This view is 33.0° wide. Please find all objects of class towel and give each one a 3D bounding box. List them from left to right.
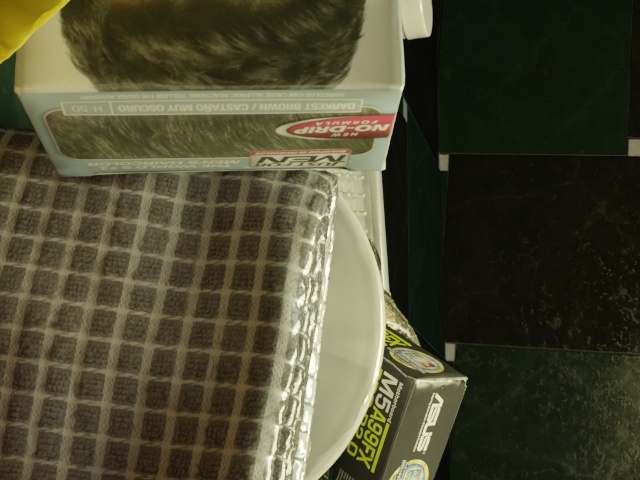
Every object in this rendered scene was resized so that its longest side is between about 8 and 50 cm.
[{"bbox_3d":[-0.119,0.081,0.615,0.121,0.235,0.283,88,10,-71],"label":"towel"}]

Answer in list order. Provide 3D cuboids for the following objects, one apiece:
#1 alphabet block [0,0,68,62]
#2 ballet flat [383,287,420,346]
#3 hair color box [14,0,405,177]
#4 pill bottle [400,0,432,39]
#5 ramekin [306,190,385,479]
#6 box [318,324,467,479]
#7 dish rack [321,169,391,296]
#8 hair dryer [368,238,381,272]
[{"bbox_3d":[-0.193,-0.174,0.410,0.192,0.193,0.197,25,54,-32],"label":"alphabet block"},{"bbox_3d":[0.000,0.246,1.111,0.182,0.164,0.482,-101,-160,-64],"label":"ballet flat"},{"bbox_3d":[-0.059,-0.228,0.609,0.113,0.186,0.374,99,-11,-72],"label":"hair color box"},{"bbox_3d":[0.017,-0.278,1.290,0.124,0.222,0.124,-4,90,-75],"label":"pill bottle"},{"bbox_3d":[-0.090,0.064,0.760,0.127,0.273,0.272,73,16,-81],"label":"ramekin"},{"bbox_3d":[-0.012,0.185,0.887,0.060,0.216,0.270,5,108,-41],"label":"box"},{"bbox_3d":[0.000,0.000,1.384,0.286,0.072,0.332,-1,88,-62],"label":"dish rack"},{"bbox_3d":[-0.043,0.062,1.173,0.293,0.080,0.223,43,61,-55],"label":"hair dryer"}]
